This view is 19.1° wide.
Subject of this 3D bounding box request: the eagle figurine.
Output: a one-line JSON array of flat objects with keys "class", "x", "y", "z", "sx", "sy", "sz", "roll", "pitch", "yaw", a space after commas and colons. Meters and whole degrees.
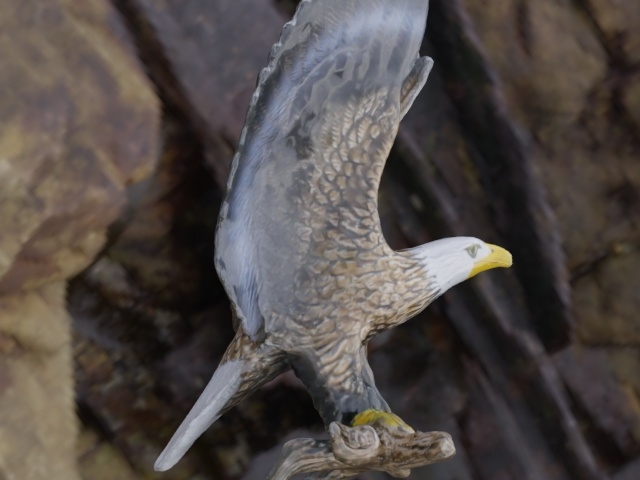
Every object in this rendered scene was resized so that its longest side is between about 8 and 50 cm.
[{"class": "eagle figurine", "x": 0.009, "y": -0.001, "z": 1.156, "sx": 0.225, "sy": 0.226, "sz": 0.298, "roll": -4, "pitch": 77, "yaw": -48}]
